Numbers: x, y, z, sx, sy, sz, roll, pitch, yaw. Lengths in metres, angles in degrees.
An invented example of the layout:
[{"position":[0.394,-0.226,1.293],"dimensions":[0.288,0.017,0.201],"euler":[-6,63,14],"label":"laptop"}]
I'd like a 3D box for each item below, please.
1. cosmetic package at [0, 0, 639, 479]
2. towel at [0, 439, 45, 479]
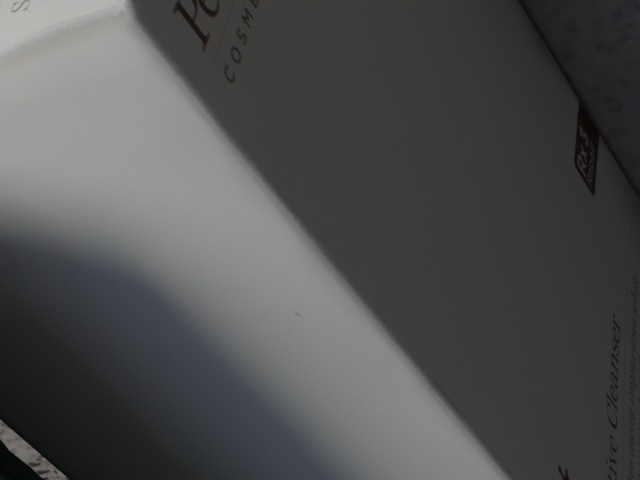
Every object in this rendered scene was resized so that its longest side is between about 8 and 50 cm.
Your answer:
[{"position":[0.000,0.000,0.588],"dimensions":[0.156,0.217,0.385],"euler":[-14,136,26],"label":"cosmetic package"},{"position":[-0.177,0.034,0.571],"dimensions":[0.370,0.040,0.271],"euler":[28,163,51],"label":"towel"}]
